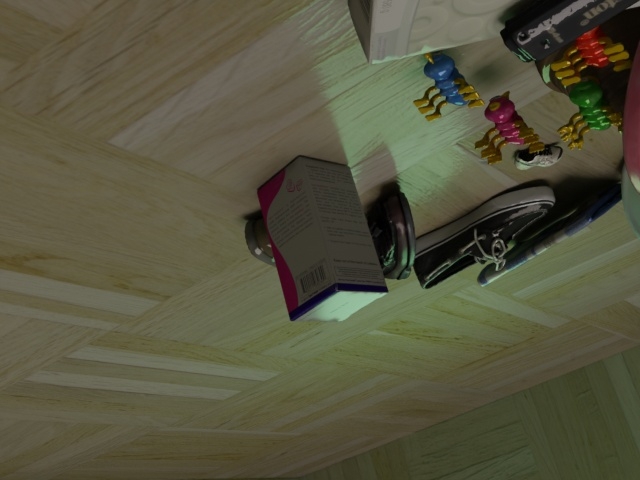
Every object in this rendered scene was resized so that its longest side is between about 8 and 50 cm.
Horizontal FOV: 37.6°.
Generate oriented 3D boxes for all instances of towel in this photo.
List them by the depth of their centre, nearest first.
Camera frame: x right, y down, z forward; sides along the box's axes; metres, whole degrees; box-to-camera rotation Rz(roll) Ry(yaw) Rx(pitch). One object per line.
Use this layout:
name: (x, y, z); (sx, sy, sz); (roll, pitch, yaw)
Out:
towel: (0.443, -0.010, 1.814); (0.285, 0.034, 0.209); (-37, 175, 41)

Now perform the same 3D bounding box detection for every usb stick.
usb stick: (0.316, -0.272, 0.966); (0.278, 0.045, 0.077); (-29, 155, 29)

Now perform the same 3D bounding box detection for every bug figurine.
bug figurine: (0.272, -0.197, 1.212); (0.279, 0.072, 0.216); (-10, 140, 32)

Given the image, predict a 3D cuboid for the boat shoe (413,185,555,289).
boat shoe: (0.305, 0.002, 1.754); (0.306, 0.105, 0.113); (-25, 156, 22)

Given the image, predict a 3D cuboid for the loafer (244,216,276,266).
loafer: (-0.020, 0.013, 1.584); (0.087, 0.094, 0.251); (-24, 156, 29)

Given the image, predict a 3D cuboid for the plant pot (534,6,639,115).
plant pot: (0.418, -0.243, 1.263); (0.237, 0.109, 0.237); (-12, 158, -5)

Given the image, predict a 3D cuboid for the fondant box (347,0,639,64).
fondant box: (0.200, -0.317, 0.968); (0.330, 0.096, 0.238); (-14, 157, -6)

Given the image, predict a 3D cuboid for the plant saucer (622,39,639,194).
plant saucer: (0.500, -0.198, 1.184); (0.332, 0.084, 0.332); (-22, 123, -39)

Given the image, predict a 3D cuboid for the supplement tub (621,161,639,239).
supplement tub: (0.719, -0.102, 1.674); (0.316, 0.193, 0.193); (-12, 157, -8)

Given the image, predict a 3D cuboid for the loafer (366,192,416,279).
loafer: (0.111, 0.009, 1.654); (0.095, 0.109, 0.302); (-11, 160, -1)

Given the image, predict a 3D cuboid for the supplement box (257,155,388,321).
supplement box: (0.000, 0.000, 1.406); (0.114, 0.220, 0.111); (5, 150, -43)

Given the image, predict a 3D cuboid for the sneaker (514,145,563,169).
sneaker: (0.364, -0.140, 1.561); (0.083, 0.032, 0.037); (-17, 157, 1)
